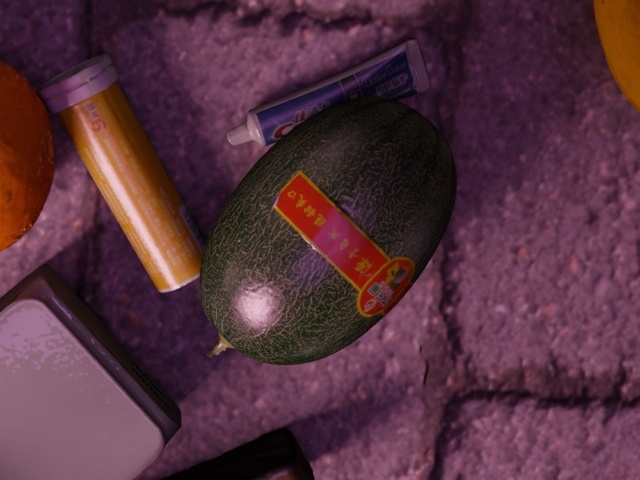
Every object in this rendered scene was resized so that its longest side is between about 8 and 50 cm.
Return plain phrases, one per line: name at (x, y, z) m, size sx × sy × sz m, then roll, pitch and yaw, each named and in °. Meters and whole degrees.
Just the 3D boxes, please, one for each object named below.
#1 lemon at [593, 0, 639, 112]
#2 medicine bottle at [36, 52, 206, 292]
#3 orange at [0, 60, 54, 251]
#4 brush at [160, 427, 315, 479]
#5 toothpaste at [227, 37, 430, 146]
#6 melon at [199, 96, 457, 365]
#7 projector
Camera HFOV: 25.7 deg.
lemon at (0.361, -0.218, 1.213) m, size 0.261 × 0.260 × 0.284 m, roll -31°, pitch 99°, yaw 1°
medicine bottle at (-0.173, -0.059, 1.280) m, size 0.074 × 0.074 × 0.218 m, roll -28°, pitch 104°, yaw 0°
orange at (-0.324, -0.072, 1.216) m, size 0.193 × 0.161 × 0.193 m, roll -2°, pitch 101°, yaw -11°
brush at (-0.103, 0.246, 1.324) m, size 0.197 × 0.123 × 0.059 m, roll -22°, pitch 100°, yaw -2°
toothpaste at (0.006, -0.130, 1.304) m, size 0.197 × 0.035 × 0.057 m, roll -22°, pitch 119°, yaw -3°
melon at (0.000, 0.000, 1.254) m, size 0.182 × 0.182 × 0.287 m, roll 40°, pitch 94°, yaw -12°
projector at (-0.284, 0.176, 1.300) m, size 0.250 × 0.108 × 0.198 m, roll -41°, pitch 103°, yaw 2°
